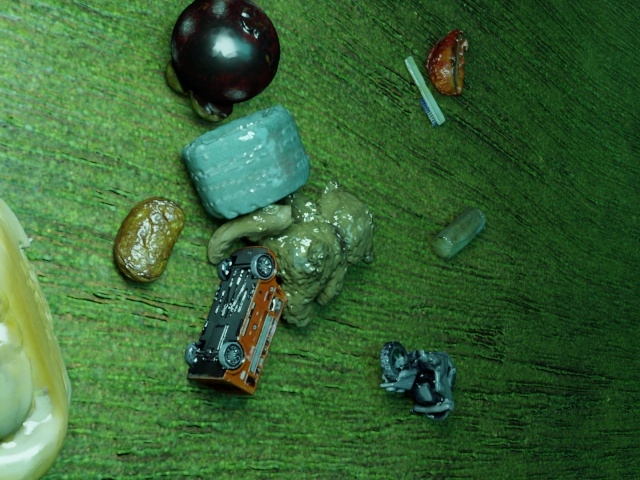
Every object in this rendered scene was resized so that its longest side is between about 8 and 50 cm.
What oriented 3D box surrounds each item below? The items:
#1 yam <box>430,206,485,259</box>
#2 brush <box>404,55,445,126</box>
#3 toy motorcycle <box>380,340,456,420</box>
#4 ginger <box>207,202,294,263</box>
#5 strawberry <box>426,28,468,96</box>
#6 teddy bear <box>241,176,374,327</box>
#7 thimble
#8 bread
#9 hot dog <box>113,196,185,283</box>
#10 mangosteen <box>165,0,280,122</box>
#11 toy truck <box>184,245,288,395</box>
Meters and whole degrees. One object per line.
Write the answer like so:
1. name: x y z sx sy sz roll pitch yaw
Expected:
1. yam: 0.331 -0.019 2.054 0.169 0.068 0.068 -39 112 -43
2. brush: 0.243 -0.354 2.047 0.033 0.030 0.179 -34 98 -36
3. toy motorcycle: 0.215 0.306 1.857 0.270 0.106 0.159 17 66 -48
4. ginger: -0.129 -0.020 1.512 0.069 0.173 0.051 59 10 -53
5. strawberry: 0.309 -0.433 2.100 0.121 0.082 0.188 62 33 -47
6. teddy bear: 0.000 0.000 1.641 0.256 0.156 0.267 -38 110 -45
7. thimble: -0.118 -0.141 1.503 0.235 0.198 0.143 -35 111 -37
8. bread: -0.448 0.116 1.080 0.329 0.245 0.424 -21 95 -47
9. hot dog: -0.279 0.000 1.410 0.099 0.065 0.147 33 72 -39
10. mangosteen: -0.169 -0.324 1.482 0.209 0.209 0.210 9 77 -45
11. toy truck: -0.137 0.139 1.507 0.114 0.107 0.253 39 59 -37
